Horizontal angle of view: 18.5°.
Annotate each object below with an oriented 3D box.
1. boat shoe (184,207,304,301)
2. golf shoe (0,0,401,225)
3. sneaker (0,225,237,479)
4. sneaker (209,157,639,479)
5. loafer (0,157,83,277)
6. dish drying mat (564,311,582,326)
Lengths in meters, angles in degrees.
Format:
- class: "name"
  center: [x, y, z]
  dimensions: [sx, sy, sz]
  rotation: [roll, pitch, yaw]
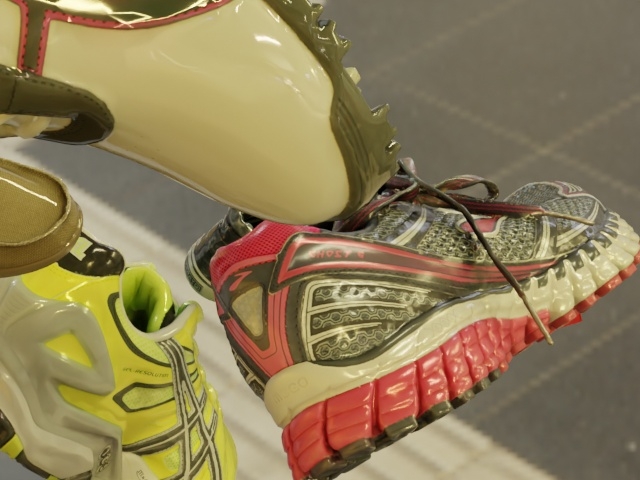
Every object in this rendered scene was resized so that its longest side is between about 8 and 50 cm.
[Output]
- class: "boat shoe"
  center: [0.000, 0.000, 1.366]
  dimensions: [0.183, 0.083, 0.065]
  rotation: [-8, 62, -37]
- class: "golf shoe"
  center: [-0.106, -0.063, 0.575]
  dimensions: [0.105, 0.273, 0.120]
  rotation: [-26, 35, 62]
- class: "sneaker"
  center: [-0.123, 0.103, 1.350]
  dimensions: [0.145, 0.385, 0.147]
  rotation: [37, 87, 21]
- class: "sneaker"
  center: [0.060, 0.012, 0.935]
  dimensions: [0.121, 0.112, 0.299]
  rotation: [-33, -4, 30]
- class: "loafer"
  center: [-0.180, -0.022, 0.886]
  dimensions: [0.148, 0.050, 0.056]
  rotation: [9, 55, -8]
- class: "dish drying mat"
  center: [0.132, 0.052, 1.310]
  dimensions: [0.083, 0.032, 0.008]
  rotation: [-15, 35, 2]
